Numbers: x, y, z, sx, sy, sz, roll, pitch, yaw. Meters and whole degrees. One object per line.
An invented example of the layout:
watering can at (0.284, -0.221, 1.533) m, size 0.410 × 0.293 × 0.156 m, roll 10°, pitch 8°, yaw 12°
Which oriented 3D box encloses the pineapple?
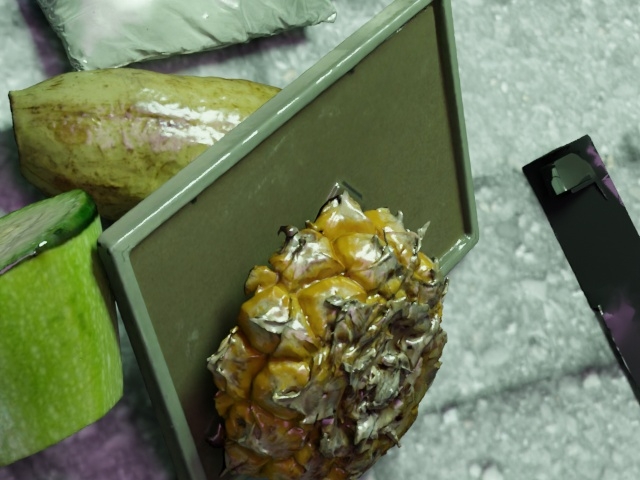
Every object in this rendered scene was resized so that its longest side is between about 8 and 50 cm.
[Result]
pineapple at (0.017, 0.076, 0.843) m, size 0.225 × 0.076 × 0.224 m, roll -28°, pitch 128°, yaw -44°

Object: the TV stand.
TV stand at (0.249, 0.040, 1.069) m, size 0.049 × 0.040 × 0.256 m, roll -26°, pitch 89°, yaw -34°

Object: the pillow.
pillow at (-0.098, -0.194, 0.928) m, size 0.229 × 0.051 × 0.128 m, roll -18°, pitch 81°, yaw -32°

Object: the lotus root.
lotus root at (-0.081, -0.054, 0.872) m, size 0.259 × 0.097 × 0.110 m, roll 6°, pitch 75°, yaw -25°

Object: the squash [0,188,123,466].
squash at (-0.189, 0.056, 0.741) m, size 0.170 × 0.170 × 0.122 m, roll -26°, pitch 102°, yaw -34°

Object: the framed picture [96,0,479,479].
framed picture at (0.000, 0.000, 0.862) m, size 0.324 × 0.020 × 0.240 m, roll -43°, pitch 138°, yaw -31°
